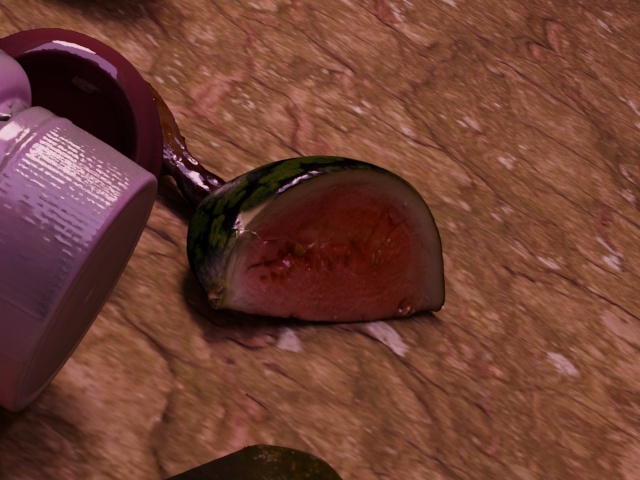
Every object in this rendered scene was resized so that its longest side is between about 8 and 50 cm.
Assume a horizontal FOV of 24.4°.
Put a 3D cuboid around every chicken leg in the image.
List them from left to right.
[{"bbox_3d":[-0.232,-0.114,1.421,0.322,0.083,0.177,13,42,-25],"label":"chicken leg"}]

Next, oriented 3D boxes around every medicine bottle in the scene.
[{"bbox_3d":[-0.293,-0.037,1.062,0.302,0.241,0.241,31,29,2],"label":"medicine bottle"}]

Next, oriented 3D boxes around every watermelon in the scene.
[{"bbox_3d":[0.013,-0.022,1.395,0.303,0.128,0.159,6,51,-45],"label":"watermelon"}]

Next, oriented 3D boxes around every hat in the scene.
[{"bbox_3d":[-0.235,-0.077,1.273,0.205,0.205,0.089,23,-9,-12],"label":"hat"}]

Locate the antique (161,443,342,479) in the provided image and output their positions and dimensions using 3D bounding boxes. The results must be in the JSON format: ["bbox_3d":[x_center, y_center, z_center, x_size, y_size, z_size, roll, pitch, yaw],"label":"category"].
[{"bbox_3d":[-0.071,0.208,1.044,0.080,0.081,0.221,44,32,21],"label":"antique"}]
